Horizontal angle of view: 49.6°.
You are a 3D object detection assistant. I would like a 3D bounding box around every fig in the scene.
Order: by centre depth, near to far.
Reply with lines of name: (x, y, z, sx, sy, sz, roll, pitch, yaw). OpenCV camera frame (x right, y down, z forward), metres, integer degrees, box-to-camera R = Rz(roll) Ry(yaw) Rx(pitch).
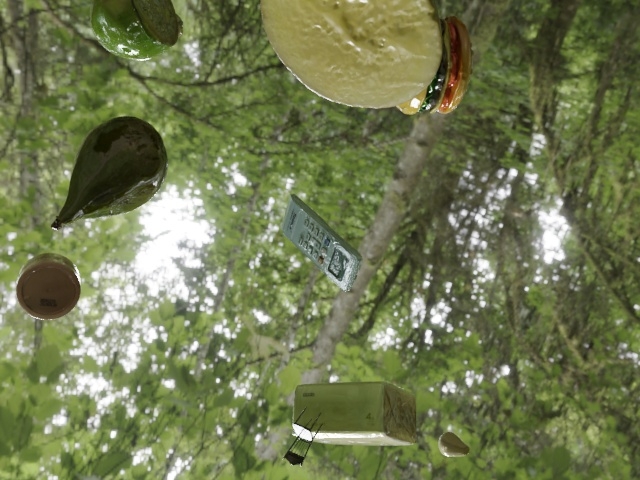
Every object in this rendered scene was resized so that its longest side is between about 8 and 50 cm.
fig: (-0.309, -0.099, 0.973, 0.184, 0.133, 0.127, -22, -97, -33)

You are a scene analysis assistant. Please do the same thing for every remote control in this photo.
remote control: (0.000, 0.000, 0.967, 0.029, 0.061, 0.162, -15, -134, -40)

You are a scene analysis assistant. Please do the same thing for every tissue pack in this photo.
tissue pack: (0.074, 0.381, 1.519, 0.234, 0.125, 0.159, -10, 152, 32)

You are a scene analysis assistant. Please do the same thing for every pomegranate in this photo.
pomegranate: (-0.415, -0.500, 1.543, 0.159, 0.190, 0.241, -14, -154, 24)

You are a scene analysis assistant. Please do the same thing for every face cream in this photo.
face cream: (-0.674, 0.112, 1.719, 0.149, 0.149, 0.104, 3, -170, -21)

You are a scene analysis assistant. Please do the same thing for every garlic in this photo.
garlic: (0.278, 0.434, 1.465, 0.053, 0.041, 0.083, -1, -172, -22)

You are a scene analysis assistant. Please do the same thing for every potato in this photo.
potato: (0.041, -0.265, 0.754, 0.203, 0.178, 0.158, 25, -136, -12)

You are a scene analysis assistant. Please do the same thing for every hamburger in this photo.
hamburger: (0.165, -0.271, 1.056, 0.115, 0.162, 0.162, -1, -152, -10)

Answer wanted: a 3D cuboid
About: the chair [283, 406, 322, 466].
chair: (-0.029, 0.310, 1.099, 0.037, 0.042, 0.086, 13, -129, 30)
